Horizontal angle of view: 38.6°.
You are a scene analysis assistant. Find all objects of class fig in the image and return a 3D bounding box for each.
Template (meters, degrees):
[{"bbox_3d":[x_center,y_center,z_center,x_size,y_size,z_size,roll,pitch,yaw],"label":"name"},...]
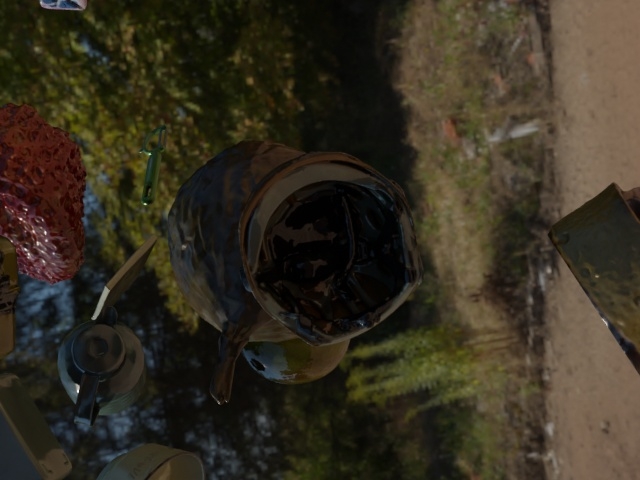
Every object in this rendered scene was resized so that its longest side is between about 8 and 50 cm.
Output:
[{"bbox_3d":[-0.074,0.058,1.186,0.368,0.286,0.286,-83,-11,-47],"label":"fig"}]

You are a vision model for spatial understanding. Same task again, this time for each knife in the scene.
[{"bbox_3d":[-0.287,-0.125,1.532,0.212,0.054,0.015,-96,-17,-49],"label":"knife"}]

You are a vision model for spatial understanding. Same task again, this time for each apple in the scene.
[{"bbox_3d":[-0.041,0.151,1.539,0.157,0.197,0.196,84,175,-60],"label":"apple"}]

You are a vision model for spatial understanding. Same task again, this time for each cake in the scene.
[{"bbox_3d":[0.349,0.019,0.924,0.185,0.178,0.208,62,-170,28],"label":"cake"}]

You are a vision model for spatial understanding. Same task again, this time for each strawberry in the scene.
[{"bbox_3d":[-0.343,-0.052,1.077,0.236,0.175,0.107,42,175,-30],"label":"strawberry"}]

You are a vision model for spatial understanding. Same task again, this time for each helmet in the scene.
[{"bbox_3d":[0.000,0.000,1.017,0.224,0.198,0.130,58,173,-20],"label":"helmet"}]

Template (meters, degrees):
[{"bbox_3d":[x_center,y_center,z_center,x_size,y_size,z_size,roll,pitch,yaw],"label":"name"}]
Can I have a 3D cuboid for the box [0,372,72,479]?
[{"bbox_3d":[-0.492,0.316,1.405,0.210,0.129,0.148,57,-179,4],"label":"box"}]

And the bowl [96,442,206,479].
[{"bbox_3d":[-0.327,0.467,1.653,0.238,0.126,0.237,-39,-39,-41],"label":"bowl"}]

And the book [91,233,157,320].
[{"bbox_3d":[-0.368,0.073,1.710,0.016,0.138,0.198,39,150,-2],"label":"book"}]

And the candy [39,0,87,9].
[{"bbox_3d":[-0.381,-0.426,1.337,0.092,0.073,0.160,99,168,-67],"label":"candy"}]

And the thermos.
[{"bbox_3d":[-0.368,0.218,1.515,0.286,0.145,0.182,120,162,-72],"label":"thermos"}]

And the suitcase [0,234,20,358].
[{"bbox_3d":[-0.383,0.061,0.753,0.194,0.235,0.143,-10,-78,-72],"label":"suitcase"}]
